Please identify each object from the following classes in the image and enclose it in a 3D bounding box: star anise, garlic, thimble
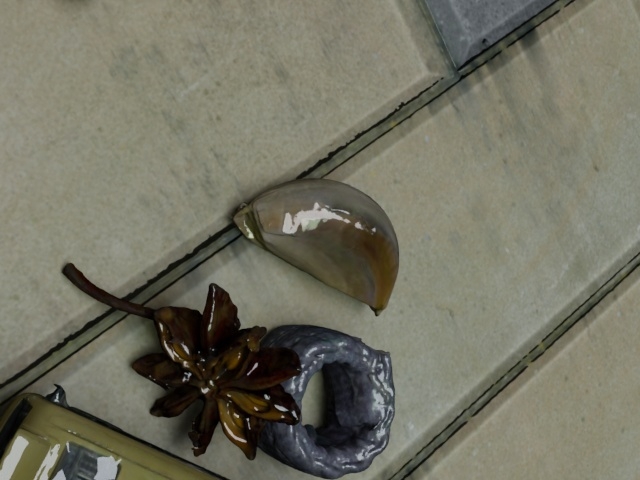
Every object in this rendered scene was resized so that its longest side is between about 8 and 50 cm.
[{"bbox_3d":[-0.110,0.096,1.058,0.234,0.177,0.073,59,30,-21],"label":"star anise"},{"bbox_3d":[0.012,-0.008,1.176,0.195,0.087,0.101,32,86,-31],"label":"garlic"},{"bbox_3d":[-0.001,0.159,1.159,0.150,0.097,0.150,-1,91,-31],"label":"thimble"}]

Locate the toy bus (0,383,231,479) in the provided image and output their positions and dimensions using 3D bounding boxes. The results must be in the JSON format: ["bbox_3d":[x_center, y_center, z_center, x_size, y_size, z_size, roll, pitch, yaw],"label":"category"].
[{"bbox_3d":[-0.125,0.264,0.979,0.365,0.202,0.177,25,75,-6],"label":"toy bus"}]
